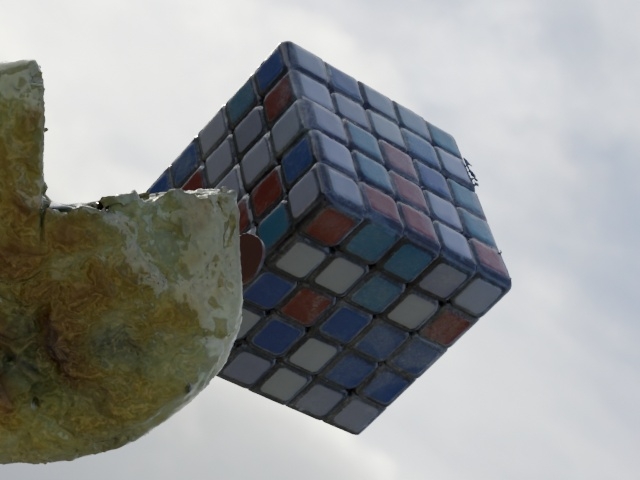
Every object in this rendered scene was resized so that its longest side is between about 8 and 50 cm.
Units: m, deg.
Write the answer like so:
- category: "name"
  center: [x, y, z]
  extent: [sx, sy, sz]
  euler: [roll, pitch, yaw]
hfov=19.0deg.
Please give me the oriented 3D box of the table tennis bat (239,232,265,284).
- category: "table tennis bat"
  center: [-0.080, 0.014, 1.788]
  extent: [0.007, 0.050, 0.083]
  euler: [28, -1, -40]

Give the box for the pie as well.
- category: "pie"
  center: [-0.226, 0.034, 1.441]
  extent: [0.337, 0.337, 0.075]
  euler: [53, 8, -16]

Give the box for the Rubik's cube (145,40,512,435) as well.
- category: "Rubik's cube"
  center: [0.000, 0.000, 2.204]
  extent: [0.287, 0.293, 0.292]
  euler: [27, 32, -32]
